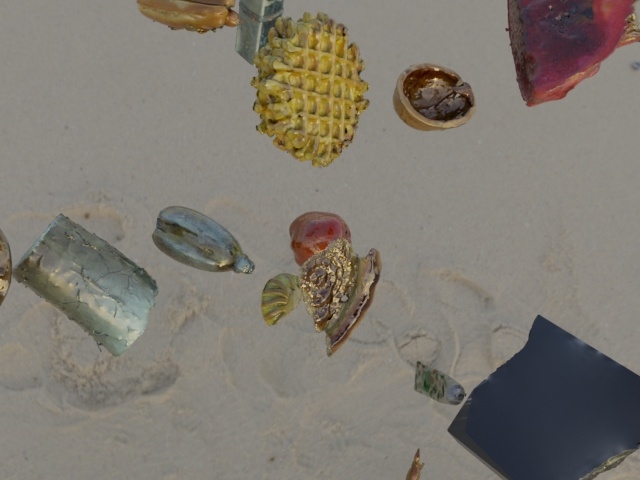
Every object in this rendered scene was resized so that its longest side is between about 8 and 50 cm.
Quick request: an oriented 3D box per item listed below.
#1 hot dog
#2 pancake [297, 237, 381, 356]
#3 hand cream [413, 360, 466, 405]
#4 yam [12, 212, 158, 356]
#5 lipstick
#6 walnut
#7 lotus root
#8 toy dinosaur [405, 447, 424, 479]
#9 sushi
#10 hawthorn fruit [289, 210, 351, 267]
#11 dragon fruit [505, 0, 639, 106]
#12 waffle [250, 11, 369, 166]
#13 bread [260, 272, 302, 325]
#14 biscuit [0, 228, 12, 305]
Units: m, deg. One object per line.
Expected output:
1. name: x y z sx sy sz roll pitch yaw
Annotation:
1. hot dog: -0.251 -0.450 1.194 0.270 0.072 0.109 27 83 32
2. pancake: 0.063 0.119 1.467 0.212 0.257 0.056 -24 23 -18
3. hand cream: 0.203 0.254 1.100 0.037 0.165 0.057 7 88 -19
4. yam: -0.602 0.108 1.621 0.348 0.241 0.241 45 52 -25
5. lipstick: -0.119 -0.502 1.293 0.077 0.289 0.076 -34 66 -33
6. walnut: 0.234 -0.301 1.380 0.211 0.087 0.167 -15 74 -30
7. lotus root: -0.336 0.013 1.840 0.322 0.140 0.158 26 90 -1
8. toy dinosaur: 0.220 0.601 1.540 0.039 0.126 0.162 14 55 17
9. sushi: 0.364 0.287 0.958 0.215 0.212 0.227 35 80 35
10. hawthorn fruit: 0.000 0.000 1.830 0.189 0.189 0.189 5 57 -8
11. dragon fruit: 0.399 -0.323 0.980 0.212 0.134 0.261 -5 71 18
12. waffle: -0.010 -0.198 0.840 0.070 0.197 0.193 5 63 41
13. bread: -0.104 0.138 1.636 0.094 0.083 0.157 54 48 -10
14. biscuit: -0.796 0.056 1.266 0.332 0.103 0.331 -3 100 -16
